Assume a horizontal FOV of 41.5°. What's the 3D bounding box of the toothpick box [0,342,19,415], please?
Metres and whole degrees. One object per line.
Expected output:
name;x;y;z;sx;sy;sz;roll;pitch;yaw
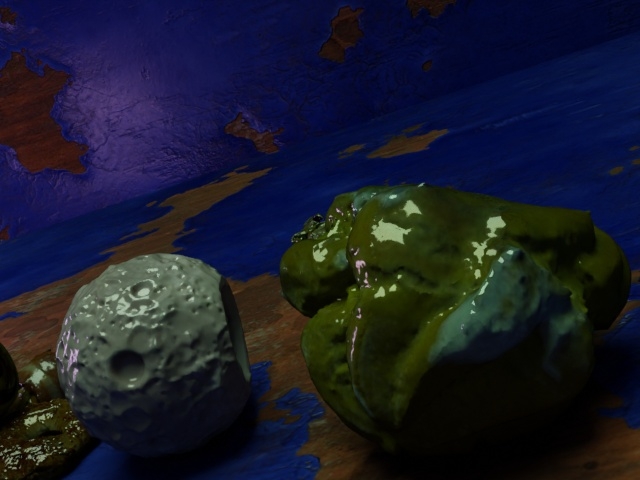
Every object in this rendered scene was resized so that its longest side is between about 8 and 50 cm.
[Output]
toothpick box;-0.575;0.238;1.222;0.271;0.175;0.175;-31;14;13

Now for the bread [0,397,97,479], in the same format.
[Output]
bread;-0.400;0.281;1.185;0.193;0.064;0.193;-15;17;5

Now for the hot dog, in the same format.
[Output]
hot dog;-0.435;0.226;1.344;0.123;0.093;0.261;-6;21;48

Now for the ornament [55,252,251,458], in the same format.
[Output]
ornament;-0.211;0.144;1.067;0.225;0.259;0.259;-15;16;0

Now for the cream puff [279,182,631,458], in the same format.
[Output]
cream puff;0.130;0.088;0.900;0.378;0.275;0.378;5;0;0

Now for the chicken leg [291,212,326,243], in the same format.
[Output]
chicken leg;0.000;0.000;1.589;0.103;0.088;0.228;-37;23;-10
